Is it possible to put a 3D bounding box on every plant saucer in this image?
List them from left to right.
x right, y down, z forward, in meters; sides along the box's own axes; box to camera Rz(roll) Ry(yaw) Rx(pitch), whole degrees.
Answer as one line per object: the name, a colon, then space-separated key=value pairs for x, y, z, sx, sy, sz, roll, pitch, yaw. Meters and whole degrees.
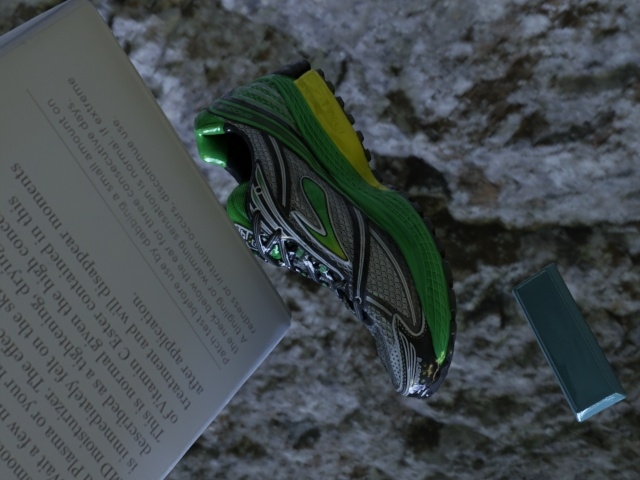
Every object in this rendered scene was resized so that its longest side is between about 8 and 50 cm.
plant saucer: x=0.296 y=0.120 z=1.082 sx=0.067 sy=0.018 sz=0.192 roll=-37 pitch=-126 yaw=23

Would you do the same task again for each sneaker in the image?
sneaker: x=0.000 y=0.000 z=0.805 sx=0.146 sy=0.134 sz=0.343 roll=-25 pitch=-113 yaw=-21

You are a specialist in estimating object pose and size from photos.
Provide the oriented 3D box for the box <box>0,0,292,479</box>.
box: x=-0.211 y=0.083 z=0.333 sx=0.215 sy=0.168 sz=0.345 roll=-7 pitch=-149 yaw=45
